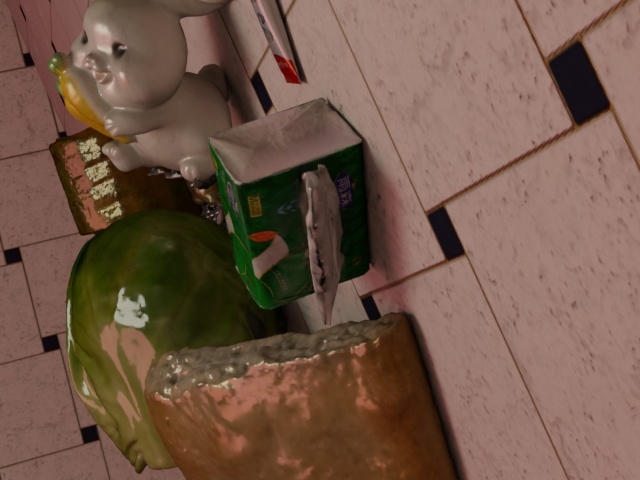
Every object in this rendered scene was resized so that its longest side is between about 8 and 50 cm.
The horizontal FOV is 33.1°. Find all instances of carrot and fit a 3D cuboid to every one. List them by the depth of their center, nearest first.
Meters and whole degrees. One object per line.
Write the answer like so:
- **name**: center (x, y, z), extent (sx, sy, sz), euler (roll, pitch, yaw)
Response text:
- **carrot**: center (-0.366, -0.102, 2.065), extent (0.341, 0.241, 0.241), euler (69, 164, -4)

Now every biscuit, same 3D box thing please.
- **biscuit**: center (-0.022, 0.307, 1.399), extent (0.429, 0.104, 0.446), euler (-7, 112, 31)

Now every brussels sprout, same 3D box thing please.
- **brussels sprout**: center (-0.253, 0.130, 1.764), extent (0.361, 0.342, 0.425), euler (55, -170, -16)

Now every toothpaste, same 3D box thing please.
- **toothpaste**: center (-0.063, -0.268, 1.239), extent (0.048, 0.031, 0.190), euler (22, 136, 63)

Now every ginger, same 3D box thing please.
- **ginger**: center (-0.219, -0.130, 1.867), extent (0.214, 0.059, 0.133), euler (31, 137, 61)

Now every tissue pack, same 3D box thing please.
- **tissue pack**: center (-0.020, -0.023, 1.219), extent (0.156, 0.148, 0.209), euler (54, 159, 42)

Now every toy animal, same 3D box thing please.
- **toy animal**: center (-0.223, -0.227, 1.460), extent (0.183, 0.247, 0.310), euler (44, 159, 48)

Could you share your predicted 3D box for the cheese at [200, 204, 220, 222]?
- **cheese**: center (-0.216, -0.008, 1.972), extent (0.047, 0.092, 0.171), euler (-94, -3, -48)
